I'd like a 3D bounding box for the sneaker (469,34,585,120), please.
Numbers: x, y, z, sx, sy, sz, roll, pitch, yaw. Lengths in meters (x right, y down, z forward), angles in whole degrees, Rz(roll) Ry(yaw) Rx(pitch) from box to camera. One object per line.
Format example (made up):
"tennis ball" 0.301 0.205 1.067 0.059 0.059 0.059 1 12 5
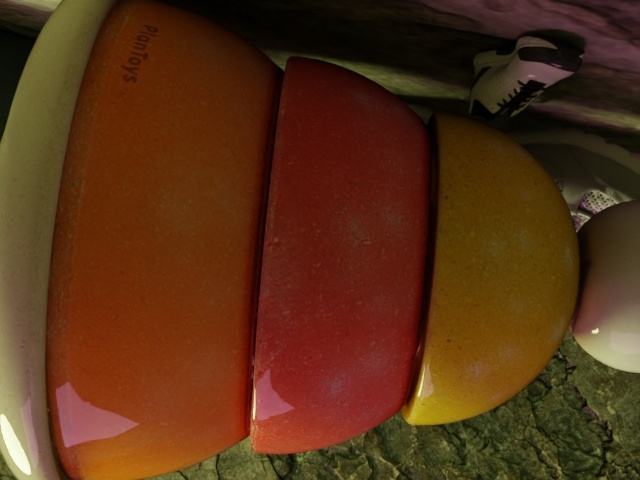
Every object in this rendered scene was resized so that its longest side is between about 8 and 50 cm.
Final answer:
"sneaker" 0.125 -0.097 0.690 0.040 0.043 0.109 17 174 -16

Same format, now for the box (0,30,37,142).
"box" -0.288 0.005 1.145 0.294 0.212 0.395 15 145 -3

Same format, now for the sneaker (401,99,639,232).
"sneaker" 0.137 -0.025 0.895 0.281 0.115 0.105 12 147 22

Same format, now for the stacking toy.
"stacking toy" 0.047 0.022 0.749 0.480 0.350 0.350 7 176 1
